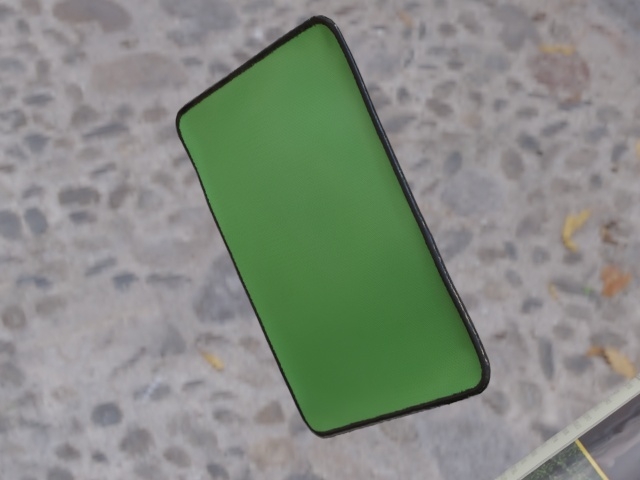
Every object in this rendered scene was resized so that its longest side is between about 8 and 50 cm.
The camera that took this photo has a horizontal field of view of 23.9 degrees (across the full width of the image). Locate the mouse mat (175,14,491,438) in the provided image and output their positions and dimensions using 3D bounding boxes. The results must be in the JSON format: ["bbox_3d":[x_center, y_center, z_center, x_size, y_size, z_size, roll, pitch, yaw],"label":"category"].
[{"bbox_3d":[0.000,0.000,0.736,0.007,0.153,0.189,-22,88,-38],"label":"mouse mat"}]

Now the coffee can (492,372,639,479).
[{"bbox_3d":[0.118,0.213,0.731,0.275,0.201,0.201,-37,56,3],"label":"coffee can"}]
